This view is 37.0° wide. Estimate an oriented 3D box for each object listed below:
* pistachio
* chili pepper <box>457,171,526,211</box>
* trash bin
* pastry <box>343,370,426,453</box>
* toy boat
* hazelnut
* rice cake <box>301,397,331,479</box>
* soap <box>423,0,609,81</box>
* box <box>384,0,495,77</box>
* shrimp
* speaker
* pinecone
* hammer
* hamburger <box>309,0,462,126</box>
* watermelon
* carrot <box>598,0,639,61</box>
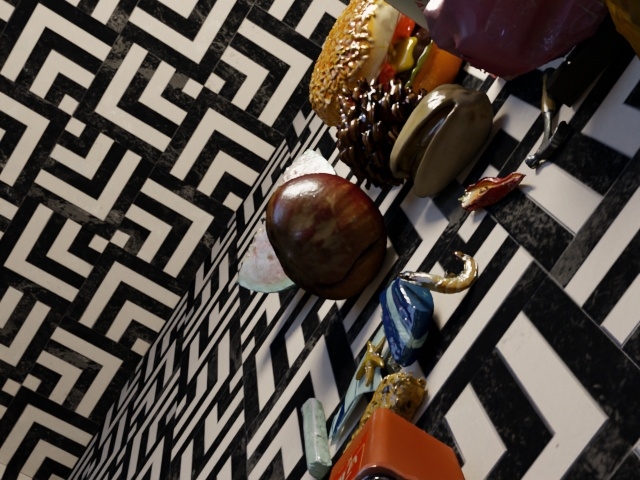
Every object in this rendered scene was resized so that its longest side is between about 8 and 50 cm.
[{"bbox_3d":[0.202,-0.167,1.594,0.129,0.131,0.206,52,124,30],"label":"pistachio"},{"bbox_3d":[0.255,-0.075,1.401,0.178,0.027,0.045,-30,36,64],"label":"chili pepper"},{"bbox_3d":[0.088,0.289,0.979,0.161,0.184,0.239,-56,3,13],"label":"trash bin"},{"bbox_3d":[0.086,0.239,1.280,0.080,0.056,0.140,1,58,61],"label":"pastry"},{"bbox_3d":[0.085,0.189,1.439,0.220,0.067,0.291,-88,21,-64],"label":"toy boat"},{"bbox_3d":[0.000,0.000,1.706,0.218,0.234,0.218,-45,-8,-9],"label":"hazelnut"},{"bbox_3d":[-0.008,0.308,1.514,0.033,0.033,0.208,-57,14,15],"label":"rice cake"},{"bbox_3d":[0.295,-0.358,1.293,0.325,0.220,0.127,-60,1,-12],"label":"soap"},{"bbox_3d":[0.294,-0.496,1.547,0.300,0.312,0.314,-62,13,-12],"label":"box"},{"bbox_3d":[0.170,0.043,1.361,0.114,0.023,0.083,4,42,30],"label":"shrimp"},{"bbox_3d":[0.386,-0.270,1.306,0.191,0.046,0.040,-52,9,30],"label":"speaker"},{"bbox_3d":[0.127,-0.197,1.757,0.221,0.221,0.221,-54,15,21],"label":"pinecone"},{"bbox_3d":[0.331,-0.189,1.382,0.078,0.021,0.201,-46,20,42],"label":"hammer"},{"bbox_3d":[0.128,-0.360,1.975,0.330,0.250,0.330,-54,14,20],"label":"hamburger"},{"bbox_3d":[-0.017,-0.012,2.042,0.175,0.188,0.322,13,-74,-57],"label":"watermelon"},{"bbox_3d":[0.405,-0.366,1.055,0.341,0.241,0.241,-58,14,15],"label":"carrot"}]
